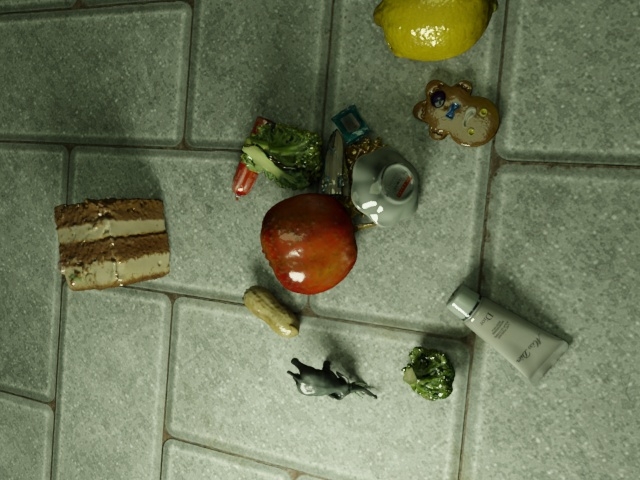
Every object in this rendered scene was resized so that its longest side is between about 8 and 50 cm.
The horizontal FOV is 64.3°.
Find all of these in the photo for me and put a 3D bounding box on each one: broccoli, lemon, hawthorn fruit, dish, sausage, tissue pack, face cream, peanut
[{"bbox_3d":[-0.110,-0.277,1.484,0.243,0.273,0.180,9,71,35],"label":"broccoli"},{"bbox_3d":[0.294,0.369,1.405,0.162,0.138,0.145,-1,85,58],"label":"broccoli"},{"bbox_3d":[0.292,-0.594,1.321,0.320,0.245,0.245,3,92,23],"label":"lemon"},{"bbox_3d":[0.000,0.000,1.433,0.331,0.287,0.287,-18,85,7],"label":"hawthorn fruit"},{"bbox_3d":[0.195,-0.152,1.383,0.230,0.081,0.229,2,85,-24],"label":"dish"},{"bbox_3d":[-0.215,-0.252,1.602,0.074,0.074,0.274,28,101,17],"label":"sausage"},{"bbox_3d":[0.090,-0.338,1.496,0.085,0.028,0.138,-31,57,11],"label":"tissue pack"},{"bbox_3d":[0.485,0.237,1.361,0.314,0.089,0.143,35,103,5],"label":"face cream"},{"bbox_3d":[-0.148,0.219,1.576,0.214,0.099,0.099,35,102,12],"label":"peanut"}]

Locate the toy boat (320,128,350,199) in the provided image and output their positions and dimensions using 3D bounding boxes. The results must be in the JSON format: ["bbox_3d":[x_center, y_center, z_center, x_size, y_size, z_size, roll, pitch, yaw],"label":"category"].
[{"bbox_3d":[0.043,-0.220,1.463,0.085,0.066,0.210,0,83,20],"label":"toy boat"}]

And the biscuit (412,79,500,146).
[{"bbox_3d":[0.378,-0.350,1.405,0.236,0.039,0.179,30,100,15],"label":"biscuit"}]

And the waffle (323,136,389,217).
[{"bbox_3d":[0.123,-0.184,1.493,0.232,0.051,0.228,-12,86,19],"label":"waffle"}]

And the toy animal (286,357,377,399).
[{"bbox_3d":[0.026,0.416,1.504,0.270,0.137,0.082,17,96,-21],"label":"toy animal"}]

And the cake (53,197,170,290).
[{"bbox_3d":[-0.675,0.006,1.677,0.256,0.282,0.290,-6,93,27],"label":"cake"}]
